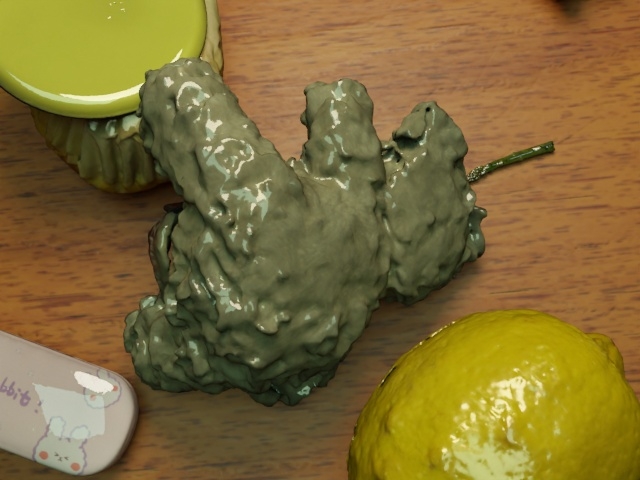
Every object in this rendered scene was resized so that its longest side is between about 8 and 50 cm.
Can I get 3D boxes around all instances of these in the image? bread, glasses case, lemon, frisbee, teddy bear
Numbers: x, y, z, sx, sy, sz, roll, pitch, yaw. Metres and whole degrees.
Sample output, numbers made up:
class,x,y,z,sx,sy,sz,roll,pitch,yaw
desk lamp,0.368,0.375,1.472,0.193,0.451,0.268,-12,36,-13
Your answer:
class,x,y,z,sx,sy,sz,roll,pitch,yaw
bread,-0.236,-0.247,0.917,0.236,0.183,0.389,-7,71,-14
glasses case,-0.339,0.157,0.867,0.296,0.075,0.113,19,77,5
lemon,0.163,0.198,0.754,0.260,0.260,0.284,24,86,7
frisbee,-0.229,-0.228,0.803,0.235,0.017,0.236,4,70,-10
teddy bear,0.000,0.000,0.828,0.367,0.224,0.358,-10,117,-34

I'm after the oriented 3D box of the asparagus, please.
class,x,y,z,sx,sy,sz,roll,pitch,yaw
asparagus,0.216,-0.090,0.934,0.114,0.014,0.015,-20,61,-2
